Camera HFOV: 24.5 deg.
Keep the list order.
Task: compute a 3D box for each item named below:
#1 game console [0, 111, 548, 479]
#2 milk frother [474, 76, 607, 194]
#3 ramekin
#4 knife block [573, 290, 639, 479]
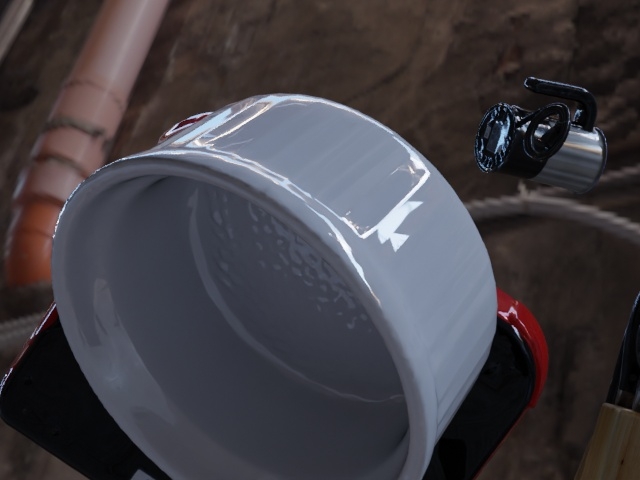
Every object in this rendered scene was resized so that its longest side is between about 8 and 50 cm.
[{"bbox_3d":[-0.039,0.116,1.254,0.386,0.060,0.342,34,-74,-2],"label":"game console"},{"bbox_3d":[0.275,-0.108,1.704,0.135,0.143,0.129,11,-59,-26],"label":"milk frother"},{"bbox_3d":[-0.023,0.042,0.938,0.277,0.135,0.277,21,-49,26],"label":"ramekin"},{"bbox_3d":[0.210,0.154,0.904,0.088,0.275,0.242,16,-49,6],"label":"knife block"}]
